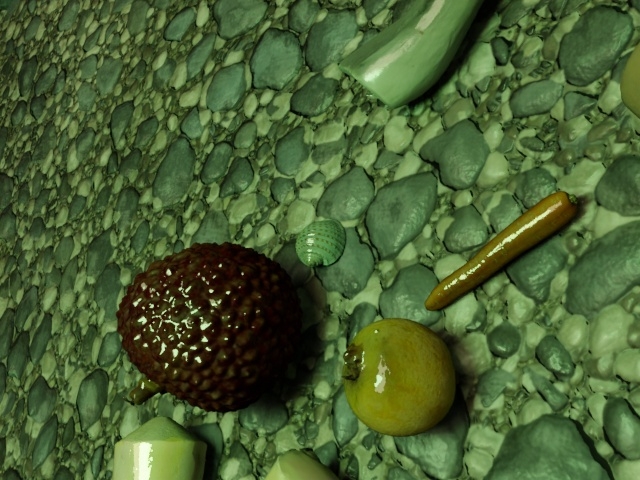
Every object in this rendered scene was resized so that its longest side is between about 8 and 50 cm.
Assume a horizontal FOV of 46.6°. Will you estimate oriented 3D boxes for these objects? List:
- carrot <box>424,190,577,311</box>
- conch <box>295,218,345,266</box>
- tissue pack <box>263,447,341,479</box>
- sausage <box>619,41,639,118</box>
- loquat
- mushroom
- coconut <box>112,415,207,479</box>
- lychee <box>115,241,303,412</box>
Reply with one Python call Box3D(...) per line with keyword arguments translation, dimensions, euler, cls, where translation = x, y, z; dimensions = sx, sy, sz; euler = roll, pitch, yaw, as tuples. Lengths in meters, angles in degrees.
Box3D(translation=(0.228, 0.018, 0.963), dimensions=(0.248, 0.043, 0.043), euler=(-41, 51, 24), cls="carrot")
Box3D(translation=(-0.002, 0.000, 1.165), dimensions=(0.076, 0.057, 0.085), euler=(-1, 73, 28), cls="conch")
Box3D(translation=(-0.002, 0.431, 0.950), dimensions=(0.257, 0.123, 0.215), euler=(37, 97, 36), cls="tissue pack")
Box3D(translation=(0.439, -0.121, 0.774), dimensions=(0.123, 0.123, 0.252), euler=(-47, 49, 18), cls="sausage")
Box3D(translation=(0.098, 0.173, 0.947), dimensions=(0.137, 0.163, 0.163), euler=(151, 130, -68), cls="loquat")
Box3D(translation=(0.168, -0.336, 1.100), dimensions=(0.329, 0.122, 0.159), euler=(-45, 59, 18), cls="mushroom")
Box3D(translation=(-0.260, 0.360, 1.190), dimensions=(0.147, 0.147, 0.152), euler=(-14, 63, 38), cls="coconut")
Box3D(translation=(-0.169, 0.136, 1.110), dimensions=(0.300, 0.264, 0.264), euler=(-41, 47, -9), cls="lychee")
